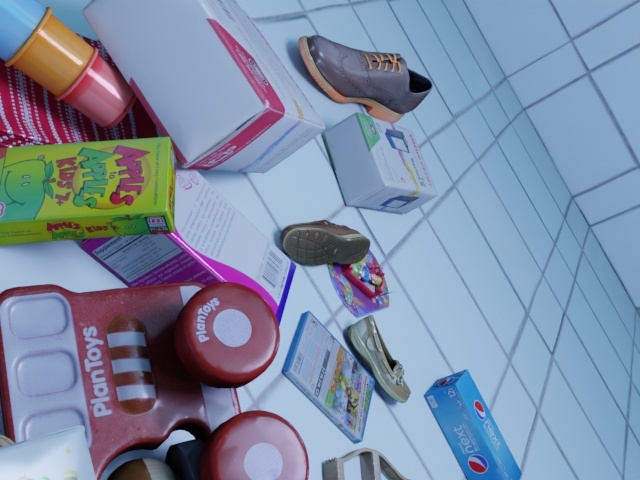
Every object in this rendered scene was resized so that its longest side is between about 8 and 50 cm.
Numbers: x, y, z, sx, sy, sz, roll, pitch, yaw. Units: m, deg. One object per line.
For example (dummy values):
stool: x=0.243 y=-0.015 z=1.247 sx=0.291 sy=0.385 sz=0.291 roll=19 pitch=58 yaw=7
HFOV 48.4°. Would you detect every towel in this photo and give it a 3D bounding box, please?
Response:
towel: x=-0.308 y=-0.179 z=0.838 sx=0.274 sy=0.031 sz=0.199 roll=13 pitch=56 yaw=-51

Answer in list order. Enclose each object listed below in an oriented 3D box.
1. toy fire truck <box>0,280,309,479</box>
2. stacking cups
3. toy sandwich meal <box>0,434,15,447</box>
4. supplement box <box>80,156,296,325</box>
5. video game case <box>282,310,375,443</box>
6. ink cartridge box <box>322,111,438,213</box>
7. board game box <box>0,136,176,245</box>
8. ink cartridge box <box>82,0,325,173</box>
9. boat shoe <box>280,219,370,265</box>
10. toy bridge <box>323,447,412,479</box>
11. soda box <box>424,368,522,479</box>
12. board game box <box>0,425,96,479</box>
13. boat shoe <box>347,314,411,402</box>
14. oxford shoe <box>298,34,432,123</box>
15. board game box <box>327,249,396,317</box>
toy fire truck: x=-0.167 y=0.182 z=0.676 sx=0.253 sy=0.169 sz=0.302 roll=-4 pitch=69 yaw=-28
stacking cups: x=-0.330 y=-0.233 z=0.736 sx=0.316 sy=0.096 sz=0.096 roll=37 pitch=40 yaw=-30
toy sandwich meal: x=-0.267 y=0.198 z=0.578 sx=0.029 sy=0.085 sz=0.086 roll=60 pitch=15 yaw=-67
supplement box: x=-0.148 y=0.018 z=0.840 sx=0.220 sy=0.113 sz=0.111 roll=46 pitch=36 yaw=-26
video game case: x=0.017 y=0.197 z=1.034 sx=0.166 sy=0.015 sz=0.119 roll=48 pitch=34 yaw=-21
ink cartridge box: x=0.118 y=-0.143 z=1.361 sx=0.212 sy=0.093 sz=0.154 roll=6 pitch=61 yaw=-55
board game box: x=-0.239 y=-0.050 z=0.711 sx=0.043 sy=0.181 sz=0.092 roll=89 pitch=-4 yaw=-58
ink cartridge box: x=-0.129 y=-0.209 z=0.916 sx=0.226 sy=0.131 sz=0.306 roll=56 pitch=11 yaw=4
boat shoe: x=0.000 y=0.000 z=1.127 sx=0.178 sy=0.064 sz=0.060 roll=6 pitch=28 yaw=-45
toy bridge: x=0.072 y=0.328 z=1.004 sx=0.188 sy=0.026 sz=0.063 roll=30 pitch=43 yaw=-41
soda box: x=0.266 y=0.337 z=1.235 sx=0.071 sy=0.067 sz=0.210 roll=-26 pitch=89 yaw=-59
board game box: x=-0.206 y=0.298 z=0.441 sx=0.097 sy=0.224 sz=0.304 roll=-3 pitch=70 yaw=-55
boat shoe: x=0.102 y=0.188 z=1.121 sx=0.153 sy=0.048 sz=0.056 roll=56 pitch=14 yaw=-5
oxford shoe: x=0.096 y=-0.350 z=1.445 sx=0.363 sy=0.132 sz=0.130 roll=9 pitch=60 yaw=-52
board game box: x=0.077 y=0.055 z=1.209 sx=0.168 sy=0.033 sz=0.133 roll=-8 pitch=73 yaw=-57
